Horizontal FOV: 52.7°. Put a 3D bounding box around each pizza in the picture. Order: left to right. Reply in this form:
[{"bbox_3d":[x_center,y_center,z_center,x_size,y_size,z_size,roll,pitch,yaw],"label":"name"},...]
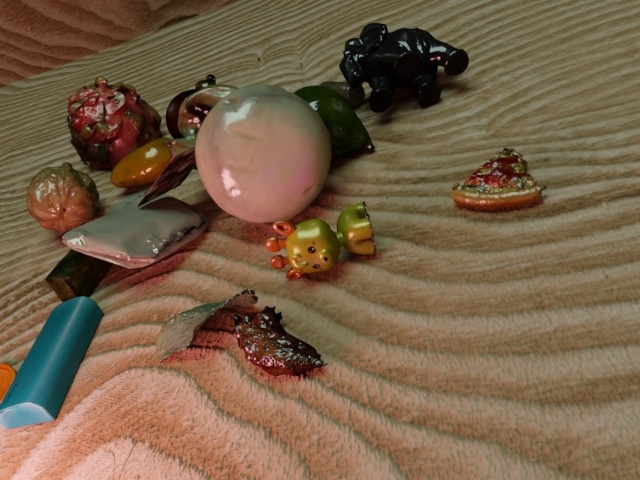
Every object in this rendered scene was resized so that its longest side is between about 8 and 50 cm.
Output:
[{"bbox_3d":[0.373,-0.140,1.334,0.188,0.062,0.199,-1,39,26],"label":"pizza"}]

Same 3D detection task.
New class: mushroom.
[{"bbox_3d":[-0.272,-0.291,1.740,0.292,0.212,0.217,-24,-1,-6],"label":"mushroom"},{"bbox_3d":[-0.146,-0.172,1.487,0.356,0.315,0.315,-49,22,29],"label":"mushroom"}]

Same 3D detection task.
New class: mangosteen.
[{"bbox_3d":[-0.355,-0.376,1.940,0.216,0.216,0.216,-16,35,11],"label":"mangosteen"}]

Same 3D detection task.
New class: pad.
[{"bbox_3d":[-0.352,-0.167,1.585,0.235,0.003,0.158,-39,-1,44],"label":"pad"}]

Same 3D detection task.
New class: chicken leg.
[{"bbox_3d":[-0.087,0.183,1.158,0.105,0.063,0.234,-38,38,-13],"label":"chicken leg"}]

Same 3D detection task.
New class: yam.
[{"bbox_3d":[0.058,-0.431,1.897,0.127,0.084,0.084,8,45,40],"label":"yam"}]

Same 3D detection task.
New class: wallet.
[{"bbox_3d":[-0.436,-0.030,1.585,0.275,0.068,0.335,17,33,31],"label":"wallet"}]

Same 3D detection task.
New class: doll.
[{"bbox_3d":[0.000,0.000,1.299,0.221,0.143,0.135,-16,36,-2],"label":"doll"}]

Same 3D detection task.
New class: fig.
[{"bbox_3d":[0.022,-0.285,1.651,0.245,0.195,0.195,15,36,-8],"label":"fig"}]

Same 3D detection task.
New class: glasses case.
[{"bbox_3d":[-0.563,0.245,1.347,0.117,0.070,0.301,-15,36,13],"label":"glasses case"}]

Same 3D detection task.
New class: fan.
[{"bbox_3d":[-0.576,-0.055,1.813,0.191,0.009,0.329,17,50,43],"label":"fan"}]

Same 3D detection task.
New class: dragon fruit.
[{"bbox_3d":[-0.697,-0.412,2.147,0.314,0.263,0.296,6,43,36],"label":"dragon fruit"}]

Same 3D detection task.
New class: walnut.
[{"bbox_3d":[-0.734,-0.122,1.843,0.198,0.198,0.245,-29,28,-9],"label":"walnut"}]

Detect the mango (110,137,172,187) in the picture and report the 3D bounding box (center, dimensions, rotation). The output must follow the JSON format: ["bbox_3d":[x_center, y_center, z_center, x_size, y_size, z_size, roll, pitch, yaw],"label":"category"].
[{"bbox_3d":[-0.522,-0.227,1.929,0.227,0.109,0.147,-31,39,-9],"label":"mango"}]

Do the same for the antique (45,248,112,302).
[{"bbox_3d":[-0.576,0.050,1.610,0.081,0.080,0.221,-4,37,24],"label":"antique"}]

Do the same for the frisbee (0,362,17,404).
[{"bbox_3d":[-0.712,0.335,1.335,0.192,0.035,0.192,-15,35,11],"label":"frisbee"}]

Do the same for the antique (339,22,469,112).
[{"bbox_3d":[0.209,-0.479,1.772,0.322,0.185,0.255,-11,40,-13],"label":"antique"}]

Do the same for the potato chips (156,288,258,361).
[{"bbox_3d":[-0.230,0.157,1.262,0.228,0.059,0.167,-32,11,-11],"label":"potato chips"}]
